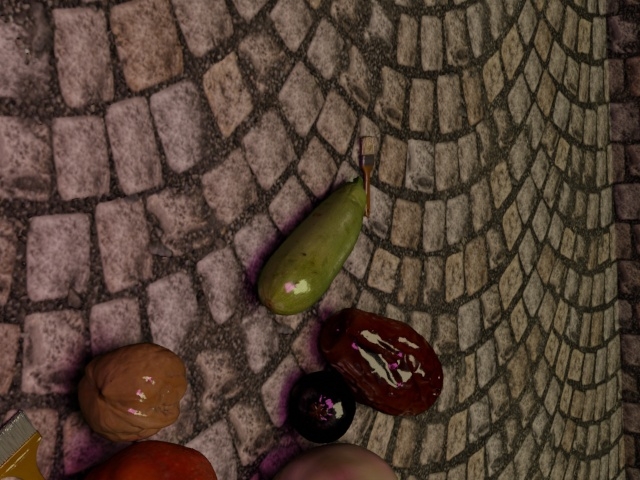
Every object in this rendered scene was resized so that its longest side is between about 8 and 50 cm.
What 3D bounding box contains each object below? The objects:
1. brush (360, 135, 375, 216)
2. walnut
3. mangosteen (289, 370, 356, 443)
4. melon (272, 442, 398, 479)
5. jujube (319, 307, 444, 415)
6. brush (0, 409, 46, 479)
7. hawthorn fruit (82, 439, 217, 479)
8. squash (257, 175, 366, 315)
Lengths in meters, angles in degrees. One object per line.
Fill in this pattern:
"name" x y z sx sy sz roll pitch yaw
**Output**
"brush" 0.098 -0.133 1.769 0.043 0.014 0.169 -11 103 -49
"walnut" -0.274 0.220 1.238 0.166 0.149 0.166 -43 158 -22
"mangosteen" 0.005 0.316 1.631 0.151 0.137 0.137 -7 102 -86
"melon" 0.028 0.493 1.588 0.317 0.223 0.223 5 90 -56
"jujube" 0.127 0.245 1.714 0.290 0.197 0.197 37 65 -30
"brush" -0.400 0.338 1.191 0.083 0.011 0.205 -48 130 -39
"hawthorn fruit" -0.239 0.391 1.259 0.299 0.211 0.211 -6 101 -82
"squash" 0.006 0.004 1.589 0.370 0.118 0.118 -50 131 -40
